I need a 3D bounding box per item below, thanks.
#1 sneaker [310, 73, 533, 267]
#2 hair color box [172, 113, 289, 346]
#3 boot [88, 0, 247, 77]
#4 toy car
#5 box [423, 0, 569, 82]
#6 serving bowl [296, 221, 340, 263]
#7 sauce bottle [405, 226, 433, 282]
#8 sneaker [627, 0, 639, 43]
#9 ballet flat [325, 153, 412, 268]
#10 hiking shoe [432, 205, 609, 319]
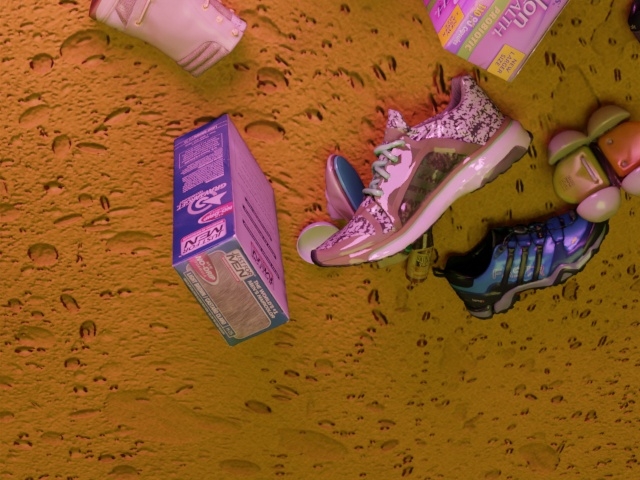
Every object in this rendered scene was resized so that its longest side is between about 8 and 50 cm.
[{"bbox_3d":[0.128,-0.113,1.781,0.410,0.158,0.182,-38,102,-13],"label":"sneaker"},{"bbox_3d":[-0.139,-0.024,1.705,0.105,0.347,0.174,-25,124,10],"label":"hair color box"},{"bbox_3d":[-0.180,-0.369,1.613,0.203,0.095,0.262,30,118,-24],"label":"boot"},{"bbox_3d":[0.472,-0.119,1.862,0.182,0.159,0.136,-32,159,14],"label":"toy car"},{"bbox_3d":[0.251,-0.379,1.574,0.117,0.243,0.213,23,120,-22],"label":"box"},{"bbox_3d":[0.000,0.000,1.935,0.083,0.027,0.083,-3,125,-5],"label":"serving bowl"},{"bbox_3d":[0.174,0.013,1.959,0.042,0.042,0.128,0,126,-7],"label":"sauce bottle"},{"bbox_3d":[0.597,-0.386,1.704,0.283,0.107,0.124,-39,115,18],"label":"sneaker"},{"bbox_3d":[0.060,-0.041,1.889,0.086,0.086,0.248,-32,123,14],"label":"ballet flat"},{"bbox_3d":[0.352,0.020,1.943,0.304,0.113,0.132,-37,122,17],"label":"hiking shoe"}]
